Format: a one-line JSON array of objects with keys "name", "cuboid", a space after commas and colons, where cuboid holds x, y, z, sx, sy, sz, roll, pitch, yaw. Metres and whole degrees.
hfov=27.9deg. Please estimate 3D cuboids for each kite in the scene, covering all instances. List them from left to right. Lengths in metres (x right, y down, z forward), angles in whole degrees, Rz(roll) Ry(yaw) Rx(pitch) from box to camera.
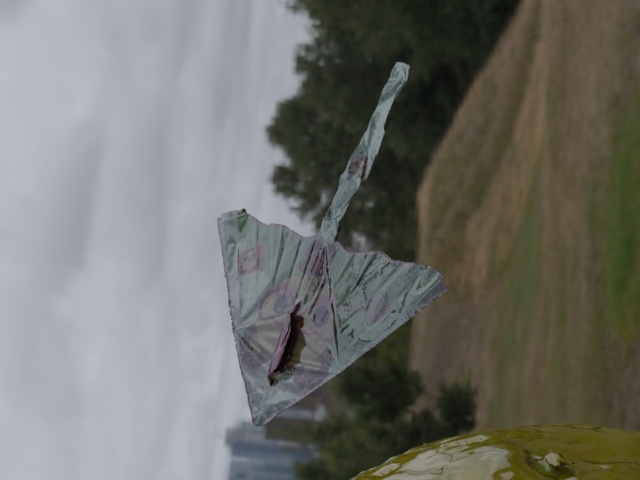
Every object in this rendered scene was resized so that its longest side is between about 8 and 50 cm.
[{"name": "kite", "cuboid": [0.001, 0.000, 0.821, 0.229, 0.012, 0.250, 20, 86, 47]}]

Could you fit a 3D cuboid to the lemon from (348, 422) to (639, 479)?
[{"name": "lemon", "cuboid": [0.063, 0.196, 0.408, 0.268, 0.322, 0.268, 51, 179, 2]}]
